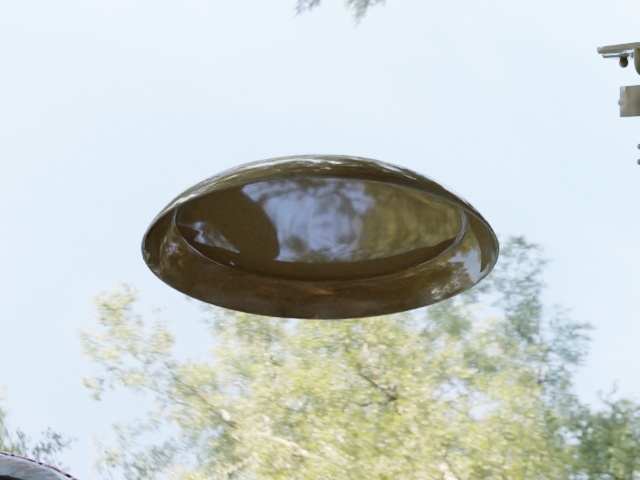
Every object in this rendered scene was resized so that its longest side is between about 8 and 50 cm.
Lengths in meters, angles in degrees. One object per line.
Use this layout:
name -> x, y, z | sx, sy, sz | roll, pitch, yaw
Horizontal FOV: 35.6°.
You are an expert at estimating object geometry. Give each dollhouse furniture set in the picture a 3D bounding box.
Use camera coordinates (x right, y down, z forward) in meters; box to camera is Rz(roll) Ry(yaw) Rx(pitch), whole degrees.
dollhouse furniture set -> 0.364, -0.147, 1.128 | 0.144, 0.123, 0.151 | -4, -85, -43

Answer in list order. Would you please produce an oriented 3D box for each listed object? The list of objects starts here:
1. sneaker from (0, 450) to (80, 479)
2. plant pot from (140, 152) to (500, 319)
sneaker -> -0.140, 0.193, 0.561 | 0.276, 0.135, 0.098 | 30, -109, 10
plant pot -> 0.000, 0.000, 0.668 | 0.236, 0.236, 0.032 | 10, -116, -18
